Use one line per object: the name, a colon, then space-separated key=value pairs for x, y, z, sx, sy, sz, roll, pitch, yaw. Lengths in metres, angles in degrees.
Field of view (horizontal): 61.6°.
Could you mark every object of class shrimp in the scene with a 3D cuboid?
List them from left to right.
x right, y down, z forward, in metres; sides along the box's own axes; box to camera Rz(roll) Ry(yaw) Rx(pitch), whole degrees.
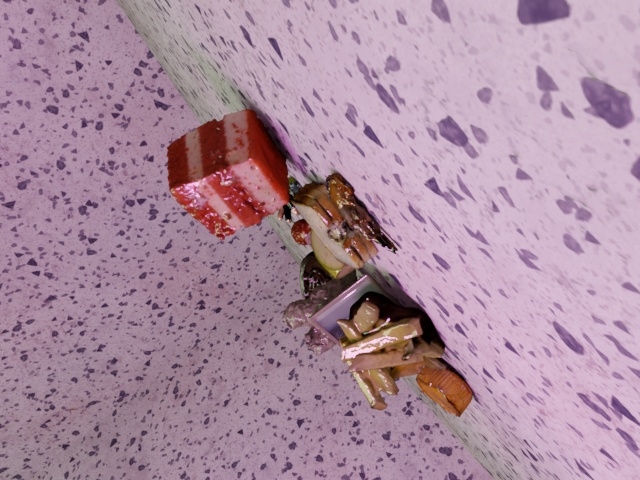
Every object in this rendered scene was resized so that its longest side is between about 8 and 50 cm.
shrimp: x=0.091 y=-0.062 z=1.349 sx=0.262 sy=0.066 sz=0.117 roll=46 pitch=171 yaw=23

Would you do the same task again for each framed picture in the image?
framed picture: x=0.129 y=0.259 z=1.844 sx=0.213 sy=0.289 sz=0.016 roll=43 pitch=-152 yaw=-13

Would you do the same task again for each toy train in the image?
toy train: x=-0.087 y=-0.173 z=1.944 sx=0.081 sy=0.050 sz=0.122 roll=50 pitch=175 yaw=46

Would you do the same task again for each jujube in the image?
jujube: x=-0.063 y=-0.037 z=2.270 sx=0.112 sy=0.109 sz=0.176 roll=16 pitch=172 yaw=-15

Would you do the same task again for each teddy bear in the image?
teddy bear: x=0.096 y=0.305 z=2.035 sx=0.367 sy=0.357 sz=0.224 roll=52 pitch=162 yaw=-15

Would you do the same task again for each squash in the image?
squash: x=0.012 y=0.018 z=1.889 sx=0.252 sy=0.093 sz=0.169 roll=48 pitch=-162 yaw=16

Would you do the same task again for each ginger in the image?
ginger: x=0.209 y=0.372 z=1.691 sx=0.359 sy=0.211 sz=0.413 roll=15 pitch=143 yaw=17

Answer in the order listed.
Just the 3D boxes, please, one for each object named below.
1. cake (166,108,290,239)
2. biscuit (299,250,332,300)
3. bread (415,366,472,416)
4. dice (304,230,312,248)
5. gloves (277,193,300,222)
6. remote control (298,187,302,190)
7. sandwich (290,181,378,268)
cake: x=-0.285 y=-0.212 z=1.695 sx=0.269 sy=0.320 sz=0.270 roll=52 pitch=-162 yaw=-47
biscuit: x=0.021 y=0.242 z=2.452 sx=0.407 sy=0.091 sz=0.407 roll=38 pitch=136 yaw=47
bread: x=0.432 y=0.509 z=1.862 sx=0.199 sy=0.104 sz=0.199 roll=41 pitch=164 yaw=15
dice: x=0.000 y=0.000 z=2.075 sx=0.093 sy=0.094 sz=0.091 roll=48 pitch=171 yaw=13
gloves: x=-0.212 y=-0.191 z=2.221 sx=0.301 sy=0.152 sz=0.197 roll=45 pitch=-167 yaw=3
remote control: x=0.002 y=-0.091 z=1.828 sx=0.222 sy=0.042 sz=0.072 roll=52 pitch=174 yaw=-17
sandwich: x=0.039 y=-0.046 z=1.624 sx=0.273 sy=0.095 sz=0.249 roll=52 pitch=173 yaw=-17
